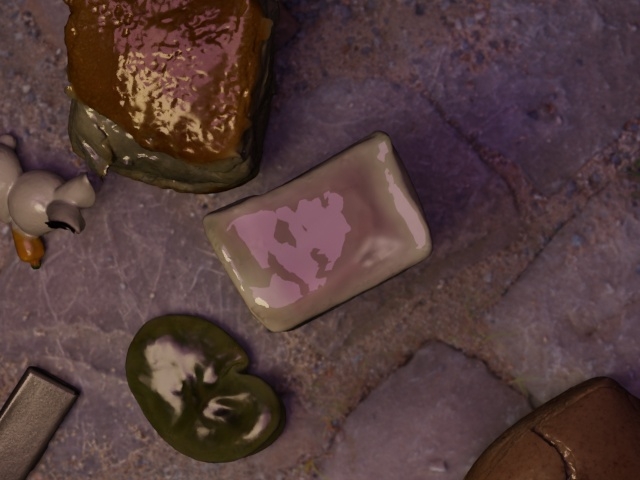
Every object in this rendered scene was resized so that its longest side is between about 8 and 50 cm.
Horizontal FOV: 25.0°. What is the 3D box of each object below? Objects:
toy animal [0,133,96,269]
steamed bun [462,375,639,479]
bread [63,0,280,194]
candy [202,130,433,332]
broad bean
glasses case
[{"bbox_3d":[-0.339,-0.040,1.696,0.181,0.127,0.131,26,84,15],"label":"toy animal"},{"bbox_3d":[0.287,0.315,1.604,0.251,0.199,0.301,42,93,4],"label":"steamed bun"},{"bbox_3d":[-0.174,-0.195,1.632,0.250,0.225,0.279,9,93,2],"label":"bread"},{"bbox_3d":[-0.001,0.003,1.554,0.208,0.359,0.145,-26,87,-3],"label":"candy"},{"bbox_3d":[-0.138,0.181,1.709,0.206,0.072,0.153,31,89,16],"label":"broad bean"},{"bbox_3d":[-0.368,0.245,1.729,0.072,0.042,0.191,33,91,-3],"label":"glasses case"}]
